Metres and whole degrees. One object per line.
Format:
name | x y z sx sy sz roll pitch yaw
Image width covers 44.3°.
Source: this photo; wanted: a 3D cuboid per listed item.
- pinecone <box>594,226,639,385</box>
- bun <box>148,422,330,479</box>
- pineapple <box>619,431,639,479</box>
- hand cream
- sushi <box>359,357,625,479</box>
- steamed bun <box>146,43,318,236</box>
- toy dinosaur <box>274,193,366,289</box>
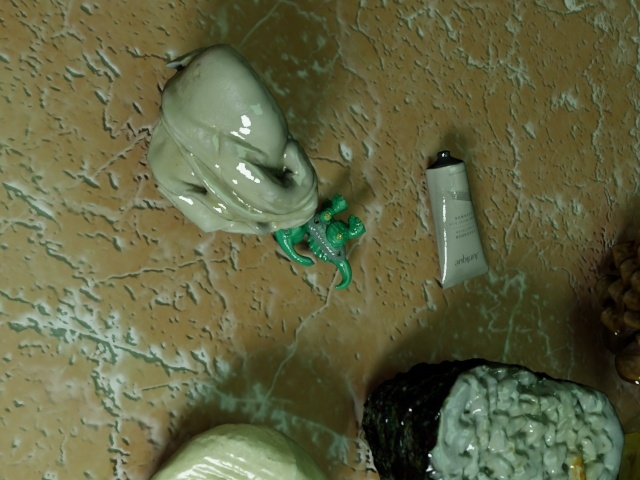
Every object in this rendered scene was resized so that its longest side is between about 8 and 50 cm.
pinecone | 0.618 0.128 1.183 0.385 0.384 0.384 4 83 -32
bun | -0.083 0.308 0.833 0.230 0.145 0.229 0 83 2
pineapple | 0.486 0.414 1.194 0.186 0.115 0.236 4 86 -32
hand cream | 0.185 -0.032 1.086 0.087 0.054 0.186 -19 102 -29
sushi | 0.225 0.257 1.010 0.350 0.171 0.210 6 80 -32
steamed bun | -0.108 -0.090 0.827 0.144 0.218 0.211 -35 110 -8
toy dinosaur | 0.000 0.000 0.965 0.096 0.059 0.132 -35 95 -21
